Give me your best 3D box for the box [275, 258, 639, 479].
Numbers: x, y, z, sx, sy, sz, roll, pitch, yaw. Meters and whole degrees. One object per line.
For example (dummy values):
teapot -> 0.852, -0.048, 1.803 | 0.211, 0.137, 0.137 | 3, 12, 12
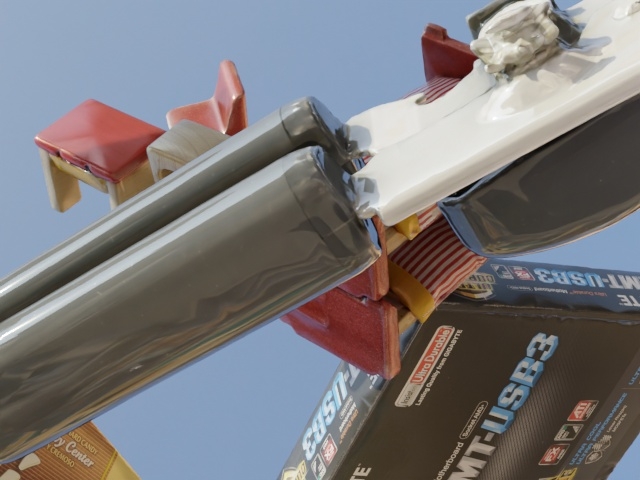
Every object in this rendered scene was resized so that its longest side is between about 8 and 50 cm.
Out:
box -> 0.140, 0.147, 1.066 | 0.293, 0.073, 0.295 | 6, -54, -31

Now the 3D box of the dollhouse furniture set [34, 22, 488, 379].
dollhouse furniture set -> -0.031, -0.073, 0.953 | 0.201, 0.374, 0.152 | -40, -41, -31

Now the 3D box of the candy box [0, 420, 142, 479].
candy box -> -0.228, 0.227, 0.964 | 0.183, 0.087, 0.316 | -54, -54, -32

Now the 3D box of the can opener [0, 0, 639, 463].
can opener -> 0.000, 0.000, 0.419 | 0.280, 0.074, 0.093 | -26, -64, 12
